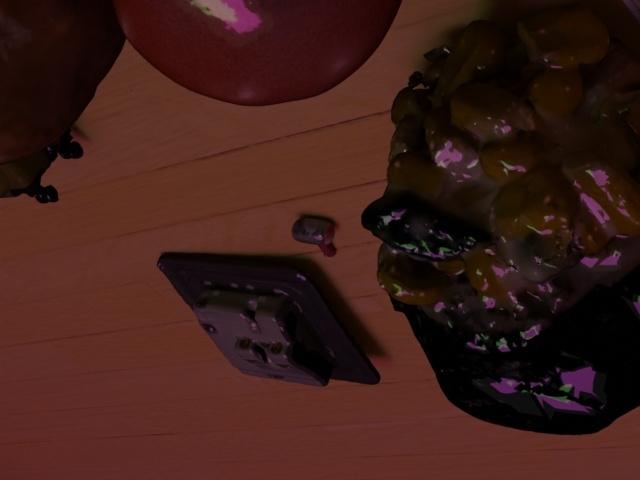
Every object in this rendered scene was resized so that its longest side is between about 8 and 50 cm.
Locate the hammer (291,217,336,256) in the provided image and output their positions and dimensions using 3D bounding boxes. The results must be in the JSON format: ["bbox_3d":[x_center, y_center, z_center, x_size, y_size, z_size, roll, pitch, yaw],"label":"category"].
[{"bbox_3d":[0.000,0.000,1.791,0.052,0.031,0.083,10,159,25],"label":"hammer"}]

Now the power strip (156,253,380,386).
[{"bbox_3d":[-0.077,0.125,1.981,0.257,0.092,0.251,4,150,36],"label":"power strip"}]

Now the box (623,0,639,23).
[{"bbox_3d":[0.303,-0.206,1.248,0.083,0.024,0.054,-9,138,42],"label":"box"}]

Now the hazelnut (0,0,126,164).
[{"bbox_3d":[-0.334,-0.237,1.324,0.315,0.372,0.372,-13,169,-33],"label":"hazelnut"}]

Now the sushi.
[{"bbox_3d":[0.187,-0.023,1.336,0.328,0.329,0.285,4,152,37],"label":"sushi"}]

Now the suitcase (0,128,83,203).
[{"bbox_3d":[-0.423,-0.133,1.723,0.194,0.143,0.235,0,144,34],"label":"suitcase"}]

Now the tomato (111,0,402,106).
[{"bbox_3d":[-0.054,-0.238,1.205,0.256,0.256,0.224,19,166,4],"label":"tomato"}]
